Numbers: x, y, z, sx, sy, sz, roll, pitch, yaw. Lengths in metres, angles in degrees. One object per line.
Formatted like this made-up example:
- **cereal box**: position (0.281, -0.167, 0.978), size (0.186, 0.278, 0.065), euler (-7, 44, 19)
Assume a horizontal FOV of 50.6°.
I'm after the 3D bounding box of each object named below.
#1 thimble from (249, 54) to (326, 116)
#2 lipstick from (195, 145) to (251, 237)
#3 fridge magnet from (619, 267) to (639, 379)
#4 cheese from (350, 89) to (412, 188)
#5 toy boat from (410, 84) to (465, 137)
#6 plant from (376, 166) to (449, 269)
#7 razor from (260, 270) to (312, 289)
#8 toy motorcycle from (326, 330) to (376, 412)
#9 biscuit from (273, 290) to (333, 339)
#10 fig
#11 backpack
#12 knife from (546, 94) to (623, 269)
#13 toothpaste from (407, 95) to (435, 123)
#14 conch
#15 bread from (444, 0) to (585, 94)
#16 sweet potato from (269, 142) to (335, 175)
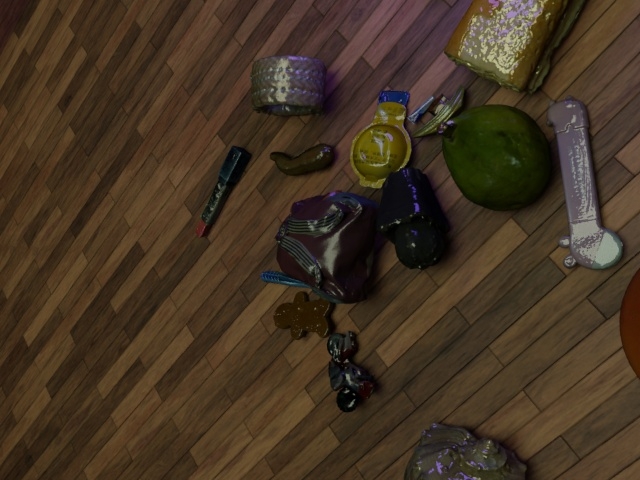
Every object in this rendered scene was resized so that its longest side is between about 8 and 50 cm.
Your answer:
- **thimble**: position (-0.093, -0.424, 1.880), size (0.229, 0.196, 0.148), euler (3, 90, 34)
- **lipstick**: position (-0.312, -0.147, 2.108), size (0.051, 0.051, 0.312), euler (40, 111, 28)
- **fridge magnet**: position (0.755, 0.163, 1.265), size (0.364, 0.155, 0.363), euler (-3, 84, 35)
- **cheese**: position (0.164, -0.266, 1.766), size (0.177, 0.069, 0.270), euler (10, 83, 31)
- **toy boat**: position (0.296, -0.313, 1.678), size (0.066, 0.065, 0.172), euler (47, 108, 14)
- **plant**: position (0.223, -0.050, 1.658), size (0.142, 0.164, 0.255), euler (-23, 58, 28)
- **razor**: position (-0.069, 0.115, 1.921), size (0.253, 0.042, 0.082), euler (5, 48, 36)
- **toy motorcycle**: position (0.078, 0.337, 1.776), size (0.122, 0.082, 0.213), euler (-23, 64, 25)
- **biscuit**: position (-0.049, 0.211, 1.902), size (0.205, 0.031, 0.138), euler (-8, 71, 36)
- **fig**: position (0.383, -0.204, 1.478), size (0.233, 0.314, 0.233), euler (-9, 60, 16)
- **backpack**: position (0.000, 0.000, 1.781), size (0.317, 0.197, 0.283), euler (18, 96, 45)
- **knife**: position (0.571, -0.130, 1.488), size (0.132, 0.038, 0.398), euler (-11, 79, 32)
- **toothpaste**: position (0.259, -0.335, 1.728), size (0.024, 0.015, 0.083), euler (45, 104, 3)
- **conch**: position (0.292, 0.574, 1.545), size (0.297, 0.210, 0.352), euler (43, 109, 45)
- **bread**: position (0.454, -0.539, 1.522), size (0.237, 0.165, 0.375), euler (35, 108, 34)
- **sweet potato**: position (-0.055, -0.225, 1.926), size (0.233, 0.062, 0.081), euler (-3, 70, 38)
